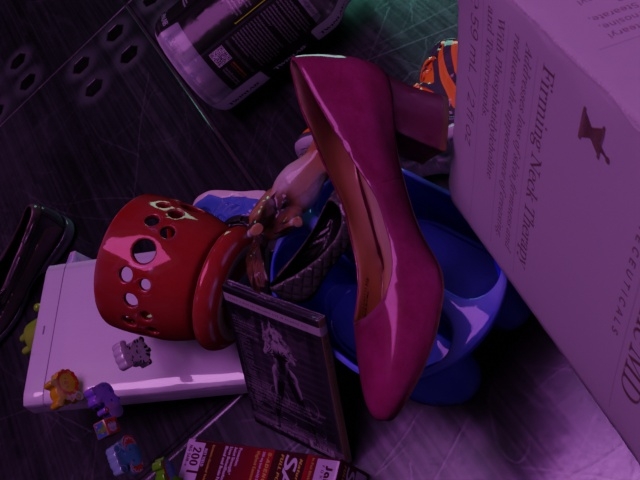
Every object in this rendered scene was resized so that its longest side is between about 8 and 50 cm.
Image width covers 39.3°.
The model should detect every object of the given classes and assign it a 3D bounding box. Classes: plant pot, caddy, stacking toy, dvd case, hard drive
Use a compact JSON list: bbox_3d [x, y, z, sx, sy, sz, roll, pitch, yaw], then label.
[{"bbox_3d":[-0.179,0.045,1.194,0.174,0.191,0.191,13,70,20],"label":"plant pot"},{"bbox_3d":[0.089,0.045,1.096,0.341,0.179,0.241,31,84,42],"label":"caddy"},{"bbox_3d":[-0.271,0.252,1.188,0.167,0.052,0.221,-29,76,31],"label":"stacking toy"},{"bbox_3d":[-0.041,0.163,1.106,0.165,0.221,0.018,17,39,40],"label":"dvd case"},{"bbox_3d":[-0.252,0.123,1.313,0.353,0.047,0.232,-7,58,13],"label":"hard drive"}]

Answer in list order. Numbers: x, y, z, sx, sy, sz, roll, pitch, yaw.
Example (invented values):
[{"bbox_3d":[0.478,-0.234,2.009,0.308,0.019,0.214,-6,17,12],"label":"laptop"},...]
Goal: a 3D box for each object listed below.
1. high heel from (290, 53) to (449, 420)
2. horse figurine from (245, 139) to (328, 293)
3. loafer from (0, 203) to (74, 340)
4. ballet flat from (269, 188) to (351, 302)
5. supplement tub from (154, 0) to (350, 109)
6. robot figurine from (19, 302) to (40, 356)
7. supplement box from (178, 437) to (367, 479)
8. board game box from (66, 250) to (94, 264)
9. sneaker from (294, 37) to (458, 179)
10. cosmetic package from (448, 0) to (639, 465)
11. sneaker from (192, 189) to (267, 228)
[{"bbox_3d":[0.028,-0.011,0.927,0.127,0.181,0.377,138,141,-60],"label":"high heel"},{"bbox_3d":[-0.023,-0.061,1.092,0.263,0.066,0.174,-53,7,-4],"label":"horse figurine"},{"bbox_3d":[-0.564,0.066,1.591,0.109,0.095,0.302,29,81,42],"label":"loafer"},{"bbox_3d":[0.000,0.000,1.038,0.173,0.049,0.057,-61,34,14],"label":"ballet flat"},{"bbox_3d":[-0.098,-0.377,1.477,0.316,0.193,0.193,-36,48,12],"label":"supplement tub"},{"bbox_3d":[-0.439,0.150,1.471,0.115,0.067,0.101,-31,59,16],"label":"robot figurine"},{"bbox_3d":[-0.072,0.326,1.105,0.240,0.073,0.130,-2,62,33],"label":"supplement box"},{"bbox_3d":[-0.381,0.076,1.461,0.020,0.090,0.090,-13,54,46],"label":"board game box"},{"bbox_3d":[0.127,-0.179,1.264,0.321,0.124,0.180,-2,57,22],"label":"sneaker"},{"bbox_3d":[0.350,-0.081,0.822,0.328,0.329,0.393,-18,47,-11],"label":"cosmetic package"},{"bbox_3d":[-0.145,-0.030,1.385,0.152,0.058,0.084,-1,54,27],"label":"sneaker"}]
